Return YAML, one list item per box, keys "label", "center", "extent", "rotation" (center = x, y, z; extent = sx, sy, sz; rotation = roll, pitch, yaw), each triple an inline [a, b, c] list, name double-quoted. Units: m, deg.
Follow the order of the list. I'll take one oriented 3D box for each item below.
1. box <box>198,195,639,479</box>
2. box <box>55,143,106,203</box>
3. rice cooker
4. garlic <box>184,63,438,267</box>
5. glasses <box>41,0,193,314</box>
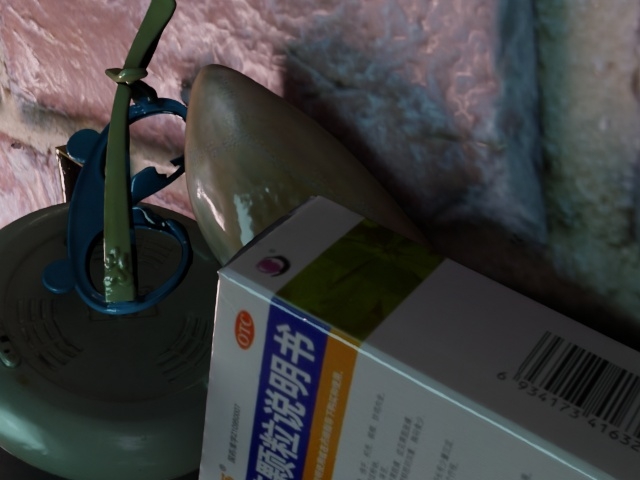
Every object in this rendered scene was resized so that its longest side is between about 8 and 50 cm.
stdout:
- label: "box"
  center: [0.080, 0.132, 0.584]
  extent: [0.299, 0.106, 0.200]
  rotation: [28, 131, 22]
- label: "box"
  center: [-0.239, -0.055, 1.050]
  extent: [0.083, 0.035, 0.079]
  rotation: [29, 130, 43]
- label: "rice cooker"
  center: [-0.187, 0.132, 0.876]
  extent: [0.288, 0.288, 0.277]
  rotation: [51, 143, 24]
- label: "garlic"
  center: [-0.004, 0.005, 0.718]
  extent: [0.318, 0.112, 0.143]
  rotation: [42, 136, 17]
- label: "glasses"
  center: [-0.127, -0.073, 0.767]
  extent: [0.207, 0.102, 0.239]
  rotation: [125, 153, -43]
